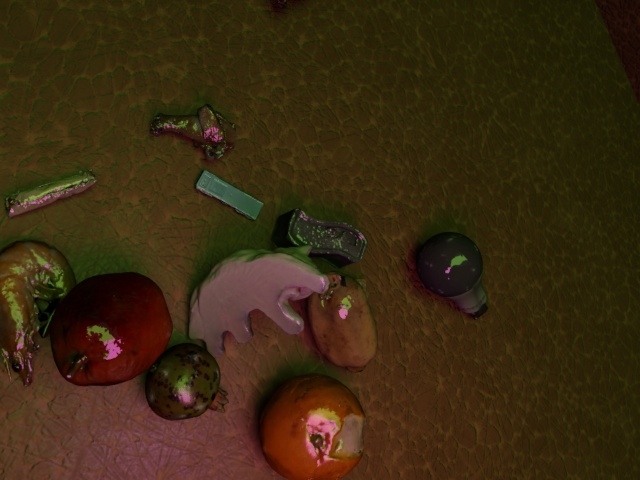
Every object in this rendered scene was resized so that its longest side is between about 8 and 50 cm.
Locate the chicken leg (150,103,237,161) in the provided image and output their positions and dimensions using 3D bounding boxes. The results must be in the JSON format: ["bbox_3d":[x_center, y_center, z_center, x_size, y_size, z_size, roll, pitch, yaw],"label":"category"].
[{"bbox_3d":[-0.294,-0.269,1.167,0.196,0.080,0.125,26,83,-19],"label":"chicken leg"}]

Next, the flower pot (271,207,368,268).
[{"bbox_3d":[0.000,0.000,1.243,0.229,0.108,0.103,16,74,-22],"label":"flower pot"}]

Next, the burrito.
[{"bbox_3d":[-0.560,-0.100,1.022,0.185,0.041,0.045,-26,50,-27],"label":"burrito"}]

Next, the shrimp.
[{"bbox_3d":[-0.562,0.136,0.967,0.152,0.063,0.287,-6,81,-39],"label":"shrimp"}]

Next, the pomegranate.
[{"bbox_3d":[-0.274,0.308,1.030,0.205,0.159,0.159,47,61,-40],"label":"pomegranate"}]

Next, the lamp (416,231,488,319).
[{"bbox_3d":[0.383,0.124,1.393,0.182,0.182,0.313,-34,115,-28],"label":"lamp"}]

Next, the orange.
[{"bbox_3d":[-0.017,0.418,1.089,0.240,0.240,0.240,5,78,-26],"label":"orange"}]

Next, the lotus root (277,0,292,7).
[{"bbox_3d":[-0.053,-0.787,1.343,0.169,0.151,0.342,27,66,-19],"label":"lotus root"}]

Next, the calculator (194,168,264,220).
[{"bbox_3d":[-0.224,-0.110,1.201,0.172,0.018,0.057,28,70,-19],"label":"calculator"}]

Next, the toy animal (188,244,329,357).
[{"bbox_3d":[-0.147,0.121,1.115,0.266,0.188,0.307,22,116,-5],"label":"toy animal"}]

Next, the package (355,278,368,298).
[{"bbox_3d":[0.060,0.138,1.280,0.131,0.047,0.071,3,82,-28],"label":"package"}]

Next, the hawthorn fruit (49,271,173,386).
[{"bbox_3d":[-0.402,0.180,0.925,0.224,0.261,0.224,-1,102,-4],"label":"hawthorn fruit"}]

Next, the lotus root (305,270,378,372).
[{"bbox_3d":[0.054,0.208,1.189,0.146,0.160,0.284,-37,122,-34],"label":"lotus root"}]
